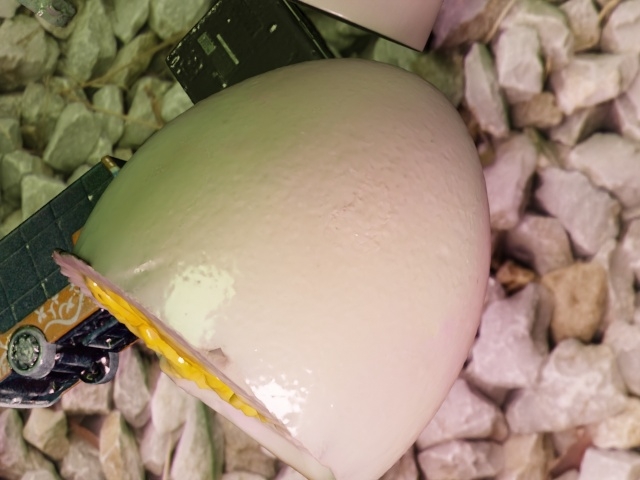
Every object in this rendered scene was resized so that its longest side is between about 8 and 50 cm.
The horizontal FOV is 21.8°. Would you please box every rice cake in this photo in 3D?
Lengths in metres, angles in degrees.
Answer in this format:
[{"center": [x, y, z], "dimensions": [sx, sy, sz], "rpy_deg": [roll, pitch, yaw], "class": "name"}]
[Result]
[{"center": [-0.359, -0.304, 1.888], "dimensions": [0.211, 0.043, 0.034], "rpy_deg": [36, 96, 30], "class": "rice cake"}]

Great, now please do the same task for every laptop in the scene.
[{"center": [-0.061, -0.164, 1.695], "dimensions": [0.154, 0.026, 0.207], "rpy_deg": [-44, 64, 21], "class": "laptop"}]

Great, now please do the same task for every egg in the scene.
[{"center": [0.000, 0.000, 1.472], "dimensions": [0.354, 0.354, 0.340], "rpy_deg": [34, 77, 30], "class": "egg"}]

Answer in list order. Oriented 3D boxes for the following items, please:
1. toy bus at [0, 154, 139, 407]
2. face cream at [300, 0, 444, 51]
[{"center": [-0.252, 0.048, 1.726], "dimensions": [0.275, 0.138, 0.167], "rpy_deg": [-37, 65, 22], "class": "toy bus"}, {"center": [0.029, -0.298, 1.541], "dimensions": [0.218, 0.218, 0.179], "rpy_deg": [26, 97, 31], "class": "face cream"}]
